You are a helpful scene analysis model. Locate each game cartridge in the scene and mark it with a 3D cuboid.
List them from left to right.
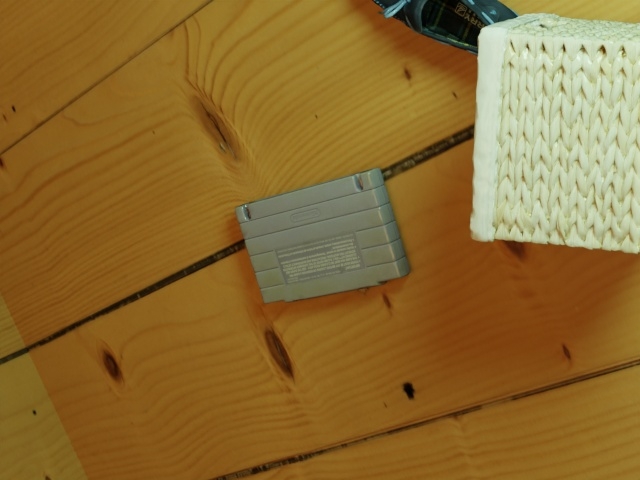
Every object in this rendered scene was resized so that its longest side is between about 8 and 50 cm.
[{"bbox_3d":[0.000,0.000,1.975,0.354,0.068,0.230,-12,102,35],"label":"game cartridge"}]

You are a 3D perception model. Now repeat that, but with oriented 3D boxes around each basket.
[{"bbox_3d":[0.408,-0.178,1.490,0.266,0.328,0.332,7,108,27],"label":"basket"}]

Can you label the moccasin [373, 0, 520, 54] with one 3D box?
[{"bbox_3d":[0.202,-0.418,1.670,0.341,0.116,0.138,28,118,24],"label":"moccasin"}]
